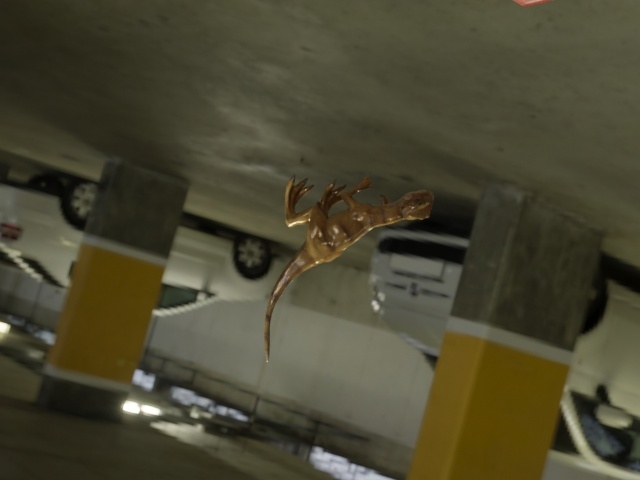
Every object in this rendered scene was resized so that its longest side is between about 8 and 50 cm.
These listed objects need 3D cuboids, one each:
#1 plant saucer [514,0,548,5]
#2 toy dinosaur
[{"bbox_3d":[0.284,-0.233,0.800,0.258,0.048,0.259,-5,-166,40],"label":"plant saucer"},{"bbox_3d":[0.000,0.000,0.938,0.064,0.211,0.112,35,-155,-45],"label":"toy dinosaur"}]
